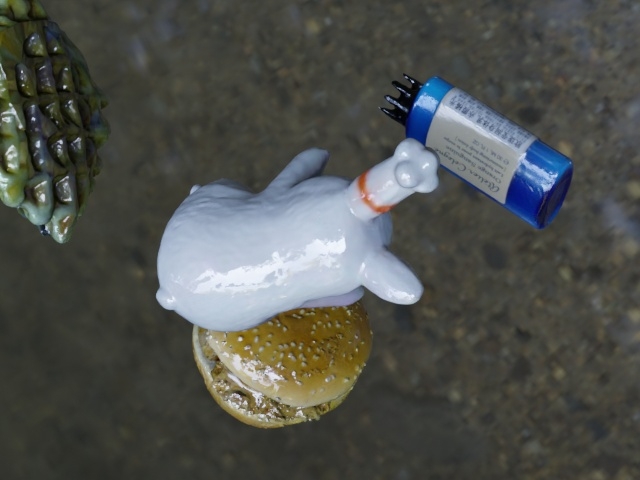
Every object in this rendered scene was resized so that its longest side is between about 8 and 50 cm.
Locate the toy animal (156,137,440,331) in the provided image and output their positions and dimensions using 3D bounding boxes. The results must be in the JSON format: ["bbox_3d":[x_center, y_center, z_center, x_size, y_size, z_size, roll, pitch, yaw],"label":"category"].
[{"bbox_3d":[-0.001,-0.002,1.274,0.282,0.138,0.140,-16,99,26],"label":"toy animal"}]

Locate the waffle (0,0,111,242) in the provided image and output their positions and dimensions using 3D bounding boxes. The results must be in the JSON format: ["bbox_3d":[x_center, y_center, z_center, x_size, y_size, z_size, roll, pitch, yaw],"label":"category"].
[{"bbox_3d":[-0.260,-0.116,1.424,0.054,0.223,0.204,-9,135,20],"label":"waffle"}]

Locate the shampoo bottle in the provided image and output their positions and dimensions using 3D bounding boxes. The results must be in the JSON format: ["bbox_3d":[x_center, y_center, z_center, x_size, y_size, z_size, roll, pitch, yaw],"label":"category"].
[{"bbox_3d":[0.136,-0.086,1.350,0.183,0.050,0.087,35,148,20],"label":"shampoo bottle"}]

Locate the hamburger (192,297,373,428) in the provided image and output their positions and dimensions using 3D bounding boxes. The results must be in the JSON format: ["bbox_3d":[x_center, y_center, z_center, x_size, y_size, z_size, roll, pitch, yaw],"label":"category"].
[{"bbox_3d":[-0.042,0.101,1.552,0.182,0.191,0.118,37,146,15],"label":"hamburger"}]
